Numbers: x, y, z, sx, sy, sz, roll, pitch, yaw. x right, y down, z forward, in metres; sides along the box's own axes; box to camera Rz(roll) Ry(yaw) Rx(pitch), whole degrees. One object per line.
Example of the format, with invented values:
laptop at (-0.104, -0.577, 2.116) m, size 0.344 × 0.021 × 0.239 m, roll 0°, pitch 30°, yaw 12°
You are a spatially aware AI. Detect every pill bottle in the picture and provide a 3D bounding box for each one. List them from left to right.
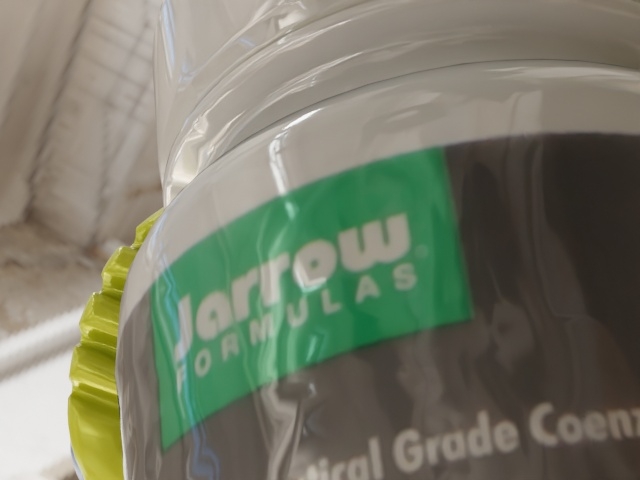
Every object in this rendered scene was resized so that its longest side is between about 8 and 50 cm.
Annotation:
pill bottle at (0.053, 0.085, 0.456) m, size 0.204 × 0.204 × 0.361 m, roll 96°, pitch 168°, yaw -57°

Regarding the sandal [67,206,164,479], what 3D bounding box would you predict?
sandal at (0.000, 0.000, 0.797) m, size 0.317 × 0.126 × 0.138 m, roll -55°, pitch -13°, yaw -23°
